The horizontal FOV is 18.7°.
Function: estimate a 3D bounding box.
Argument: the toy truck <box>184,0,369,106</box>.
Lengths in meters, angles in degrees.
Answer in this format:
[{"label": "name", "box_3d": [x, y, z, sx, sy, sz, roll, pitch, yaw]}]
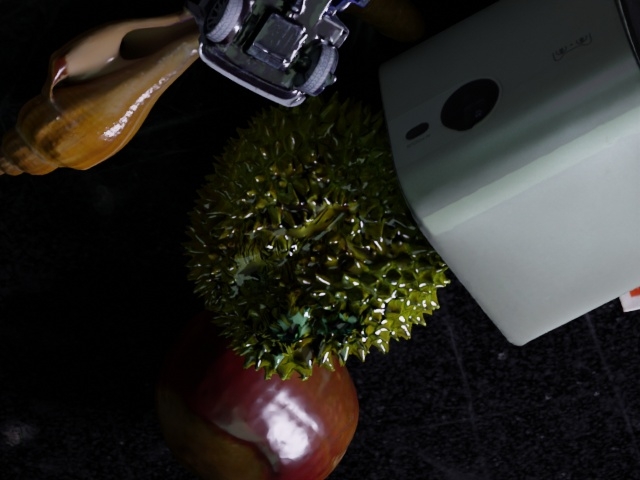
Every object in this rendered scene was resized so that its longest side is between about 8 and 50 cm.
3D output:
[{"label": "toy truck", "box_3d": [-0.004, -0.261, 1.658, 0.124, 0.155, 0.268, 27, 107, -25]}]

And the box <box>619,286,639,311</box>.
[{"label": "box", "box_3d": [0.376, -0.013, 1.944, 0.182, 0.099, 0.133, -13, 96, 28]}]

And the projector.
[{"label": "projector", "box_3d": [0.224, -0.087, 1.815, 0.249, 0.248, 0.248, -27, 128, 17]}]

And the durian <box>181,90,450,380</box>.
[{"label": "durian", "box_3d": [0.002, 0.000, 1.920, 0.291, 0.224, 0.291, 1, 98, 4]}]

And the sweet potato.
[{"label": "sweet potato", "box_3d": [0.013, -0.242, 1.790, 0.274, 0.067, 0.067, 31, 124, -35]}]

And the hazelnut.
[{"label": "hazelnut", "box_3d": [-0.069, 0.162, 2.074, 0.230, 0.229, 0.229, -2, 133, -2]}]

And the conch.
[{"label": "conch", "box_3d": [-0.184, -0.154, 1.845, 0.330, 0.093, 0.109, -34, 87, -1]}]
